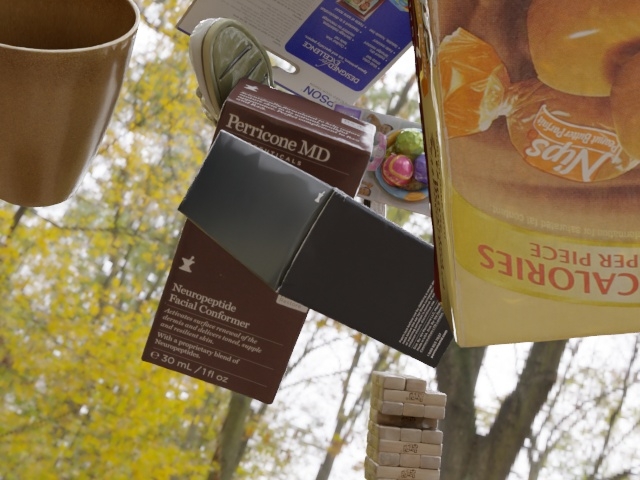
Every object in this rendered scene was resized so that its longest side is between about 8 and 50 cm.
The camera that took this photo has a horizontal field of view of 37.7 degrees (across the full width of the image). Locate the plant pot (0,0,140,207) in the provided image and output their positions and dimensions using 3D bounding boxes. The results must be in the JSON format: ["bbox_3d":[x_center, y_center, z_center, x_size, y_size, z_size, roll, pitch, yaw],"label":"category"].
[{"bbox_3d":[-0.354,-0.175,1.162,0.237,0.237,0.254,18,-55,5],"label":"plant pot"}]

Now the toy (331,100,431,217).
[{"bbox_3d":[0.113,-0.120,1.368,0.237,0.137,0.056,15,-12,9],"label":"toy"}]

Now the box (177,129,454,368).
[{"bbox_3d":[0.000,0.000,0.881,0.184,0.103,0.261,31,1,-31],"label":"box"}]

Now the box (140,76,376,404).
[{"bbox_3d":[-0.081,0.005,1.221,0.191,0.143,0.381,19,-70,-3],"label":"box"}]

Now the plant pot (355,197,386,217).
[{"bbox_3d":[-0.024,-0.069,1.988,0.280,0.323,0.323,-2,-40,26],"label":"plant pot"}]

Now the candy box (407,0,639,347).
[{"bbox_3d":[0.194,-0.071,0.344,0.316,0.087,0.183,-6,-79,1],"label":"candy box"}]

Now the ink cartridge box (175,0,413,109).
[{"bbox_3d":[-0.006,-0.350,1.355,0.303,0.072,0.307,26,-41,-23],"label":"ink cartridge box"}]

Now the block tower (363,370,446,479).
[{"bbox_3d":[0.106,0.354,1.284,0.091,0.335,0.097,6,-4,-7],"label":"block tower"}]

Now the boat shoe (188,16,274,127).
[{"bbox_3d":[-0.121,-0.198,1.301,0.103,0.113,0.302,27,-19,29],"label":"boat shoe"}]
